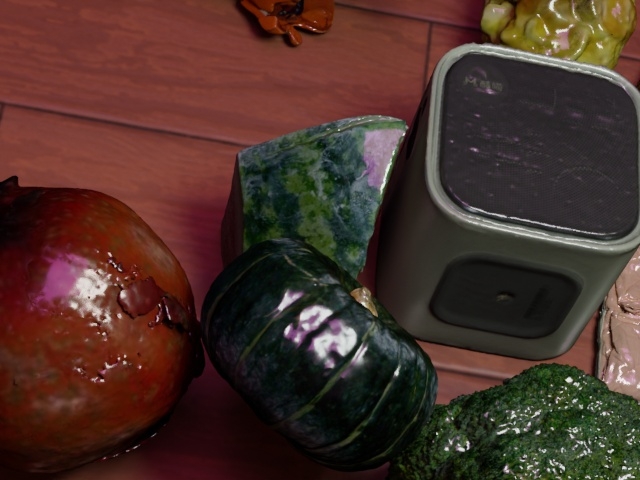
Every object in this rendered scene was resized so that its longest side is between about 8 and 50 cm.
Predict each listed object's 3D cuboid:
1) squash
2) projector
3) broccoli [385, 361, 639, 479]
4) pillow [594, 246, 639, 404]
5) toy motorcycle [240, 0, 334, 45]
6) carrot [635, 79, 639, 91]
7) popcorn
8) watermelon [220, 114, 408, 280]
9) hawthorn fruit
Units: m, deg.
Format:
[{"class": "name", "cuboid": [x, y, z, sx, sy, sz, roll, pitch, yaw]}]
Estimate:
[{"class": "squash", "cuboid": [-0.005, 0.110, 1.661, 0.165, 0.252, 0.252, -44, 74, -2]}, {"class": "projector", "cuboid": [0.211, -0.040, 1.896, 0.248, 0.249, 0.249, 11, 57, -6]}, {"class": "broccoli", "cuboid": [0.232, 0.266, 1.722, 0.321, 0.304, 0.283, -1, 89, -10]}, {"class": "pillow", "cuboid": [0.384, 0.096, 1.973, 0.126, 0.043, 0.232, 16, 54, -8]}, {"class": "toy motorcycle", "cuboid": [0.002, -0.357, 2.050, 0.325, 0.221, 0.148, -19, 48, 30]}, {"class": "carrot", "cuboid": [0.399, -0.157, 2.118, 0.066, 0.066, 0.314, 34, 59, 10]}, {"class": "popcorn", "cuboid": [0.289, -0.269, 2.072, 0.181, 0.217, 0.235, 16, 74, -1]}, {"class": "watermelon", "cuboid": [0.000, 0.000, 1.867, 0.193, 0.310, 0.232, -1, 21, -13]}, {"class": "hawthorn fruit", "cuboid": [-0.273, 0.078, 1.703, 0.316, 0.316, 0.316, 5, 58, -9]}]
